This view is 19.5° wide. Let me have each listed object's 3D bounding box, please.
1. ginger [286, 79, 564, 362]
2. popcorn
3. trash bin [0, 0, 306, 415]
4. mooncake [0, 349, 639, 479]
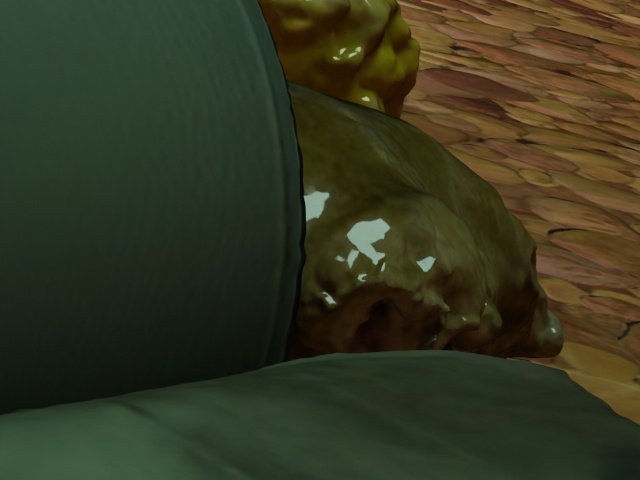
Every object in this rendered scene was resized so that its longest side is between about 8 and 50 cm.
[{"bbox_3d":[0.000,0.000,0.734,0.270,0.123,0.219,6,15,-27],"label":"ginger"},{"bbox_3d":[-0.022,-0.076,0.940,0.148,0.167,0.152,-17,59,-2],"label":"popcorn"},{"bbox_3d":[-0.166,-0.002,0.425,0.277,0.217,0.262,-25,-12,39],"label":"trash bin"},{"bbox_3d":[0.008,0.110,0.309,0.254,0.136,0.250,-5,14,-43],"label":"mooncake"}]
